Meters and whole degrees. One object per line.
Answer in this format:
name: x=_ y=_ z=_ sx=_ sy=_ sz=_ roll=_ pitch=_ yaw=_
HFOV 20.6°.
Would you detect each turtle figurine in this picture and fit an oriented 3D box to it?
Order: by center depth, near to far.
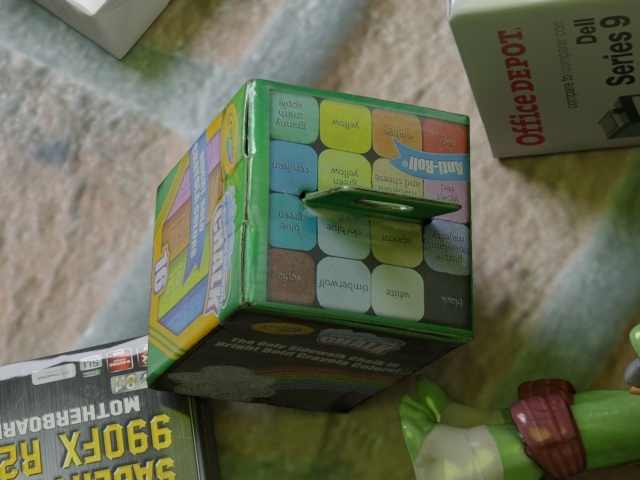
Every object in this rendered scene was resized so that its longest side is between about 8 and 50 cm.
turtle figurine: x=0.171 y=0.043 z=0.929 sx=0.266 sy=0.275 sz=0.198 roll=-16 pitch=33 yaw=10

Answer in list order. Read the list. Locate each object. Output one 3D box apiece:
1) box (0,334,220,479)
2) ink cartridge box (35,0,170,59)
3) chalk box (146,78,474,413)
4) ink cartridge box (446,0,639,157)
box: x=-0.172 y=0.165 z=1.027 sx=0.231 sy=0.056 sz=0.183 roll=-12 pitch=67 yaw=8
ink cartridge box: x=-0.177 y=-0.225 z=1.171 sx=0.198 sy=0.067 sz=0.115 roll=36 pitch=80 yaw=20
chalk box: x=0.000 y=0.000 z=0.950 sx=0.132 sy=0.213 sz=0.132 roll=10 pitch=67 yaw=-21
ink cartridge box: x=0.220 y=-0.146 z=0.979 sx=0.289 sy=0.211 sz=0.121 roll=-5 pitch=70 yaw=11
